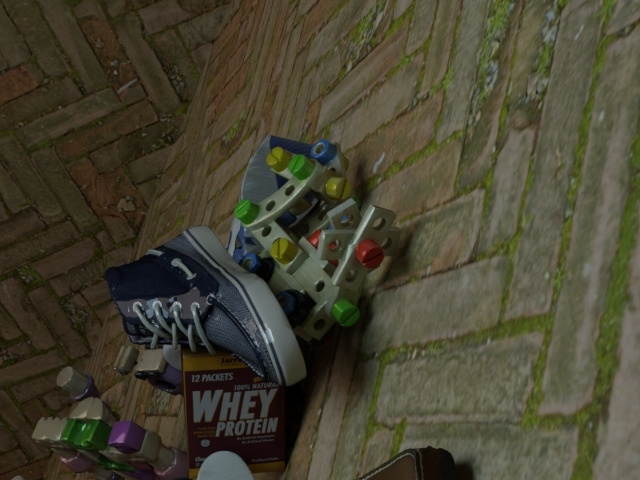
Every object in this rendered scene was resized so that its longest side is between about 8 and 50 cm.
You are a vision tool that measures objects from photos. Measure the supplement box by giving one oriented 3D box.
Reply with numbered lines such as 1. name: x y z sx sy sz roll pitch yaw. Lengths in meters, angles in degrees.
1. supplement box: -0.122 0.182 1.440 0.194 0.129 0.191 -110 18 -63

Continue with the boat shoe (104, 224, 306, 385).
1. boat shoe: -0.148 0.099 1.280 0.340 0.158 0.127 38 149 58

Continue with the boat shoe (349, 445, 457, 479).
1. boat shoe: 0.016 0.300 1.003 0.123 0.120 0.324 -91 24 -45

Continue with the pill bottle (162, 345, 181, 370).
1. pill bottle: -0.205 0.116 1.872 0.121 0.121 0.216 126 154 -47

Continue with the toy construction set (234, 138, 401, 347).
1. toy construction set: 0.000 0.000 1.329 0.215 0.151 0.328 -49 26 4

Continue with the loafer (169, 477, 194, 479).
1. loafer: -0.175 0.508 1.451 0.130 0.134 0.366 -15 66 40

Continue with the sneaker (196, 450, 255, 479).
1. sneaker: -0.108 0.374 1.337 0.094 0.080 0.212 105 150 -58

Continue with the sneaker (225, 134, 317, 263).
1. sneaker: -0.100 -0.001 1.645 0.182 0.127 0.316 167 117 -68

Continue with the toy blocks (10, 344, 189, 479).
1. toy blocks: -0.343 0.387 1.935 0.288 0.260 0.309 -7 53 37
